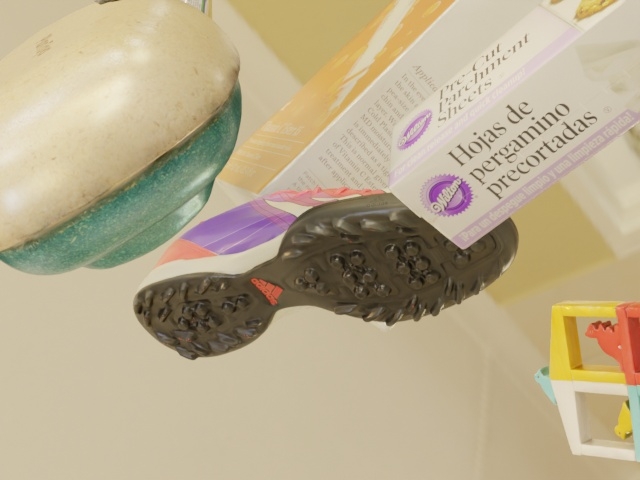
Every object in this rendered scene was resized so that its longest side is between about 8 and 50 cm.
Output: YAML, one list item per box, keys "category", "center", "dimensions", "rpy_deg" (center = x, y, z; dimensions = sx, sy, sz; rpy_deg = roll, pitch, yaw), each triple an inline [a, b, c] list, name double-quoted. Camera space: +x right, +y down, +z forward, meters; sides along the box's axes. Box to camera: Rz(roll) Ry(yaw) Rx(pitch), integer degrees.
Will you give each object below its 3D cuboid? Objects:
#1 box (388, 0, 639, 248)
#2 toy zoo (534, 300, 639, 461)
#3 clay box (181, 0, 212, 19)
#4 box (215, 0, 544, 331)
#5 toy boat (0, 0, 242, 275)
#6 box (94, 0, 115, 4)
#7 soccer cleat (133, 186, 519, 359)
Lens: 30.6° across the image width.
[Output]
- category: "box"
  center: [0.168, -0.115, 0.589]
  dimensions: [0.063, 0.324, 0.067]
  rpy_deg: [38, -145, -21]
- category: "toy zoo"
  center: [0.375, 0.166, 1.371]
  dimensions: [0.030, 0.293, 0.192]
  rpy_deg: [-16, -80, -43]
- category: "clay box"
  center: [-0.113, -0.123, 0.933]
  dimensions: [0.222, 0.053, 0.127]
  rpy_deg: [97, 176, -63]
- category: "box"
  center: [0.094, -0.111, 1.071]
  dimensions: [0.168, 0.345, 0.215]
  rpy_deg: [47, 173, -16]
- category: "toy boat"
  center: [-0.178, -0.020, 0.696]
  dimensions: [0.148, 0.318, 0.267]
  rpy_deg: [57, -177, -21]
- category: "box"
  center: [0.073, -0.101, 0.227]
  dimensions: [0.184, 0.191, 0.045]
  rpy_deg: [-27, -79, -60]
- category: "soccer cleat"
  center: [0.000, 0.000, 0.841]
  dimensions: [0.108, 0.318, 0.116]
  rpy_deg: [50, -137, -28]
